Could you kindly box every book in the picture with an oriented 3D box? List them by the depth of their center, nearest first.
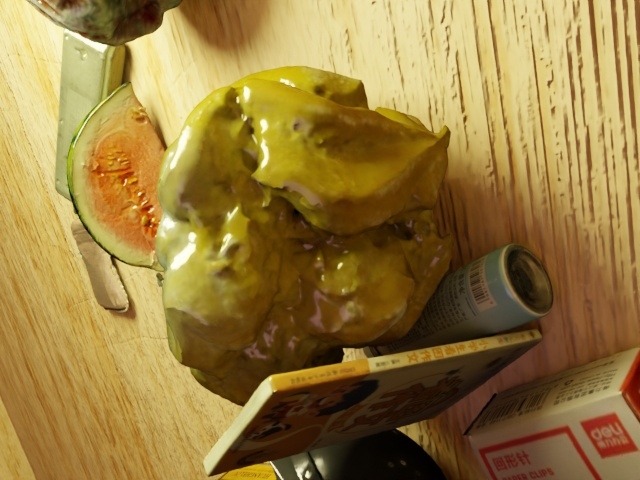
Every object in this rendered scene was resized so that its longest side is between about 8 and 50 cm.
[{"bbox_3d":[0.051,0.158,0.540,0.208,0.295,0.020,-58,44,45],"label":"book"}]

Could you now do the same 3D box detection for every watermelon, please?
[{"bbox_3d":[-0.323,-0.071,0.849,0.159,0.128,0.304,-5,113,24],"label":"watermelon"}]

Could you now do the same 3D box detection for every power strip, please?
[{"bbox_3d":[-0.395,-0.186,0.936,0.092,0.066,0.388,33,130,6],"label":"power strip"}]

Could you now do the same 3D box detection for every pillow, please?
[{"bbox_3d":[-0.457,0.051,1.135,0.135,0.034,0.211,-1,108,47],"label":"pillow"}]

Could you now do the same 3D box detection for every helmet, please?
[{"bbox_3d":[0.067,0.308,0.671,0.279,0.160,0.230,51,177,7],"label":"helmet"}]

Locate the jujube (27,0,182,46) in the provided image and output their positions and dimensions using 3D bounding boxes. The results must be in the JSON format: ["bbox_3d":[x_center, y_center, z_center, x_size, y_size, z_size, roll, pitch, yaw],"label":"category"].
[{"bbox_3d":[-0.262,-0.389,0.610,0.226,0.226,0.317,-22,92,46],"label":"jujube"}]

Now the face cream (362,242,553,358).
[{"bbox_3d":[0.126,0.081,0.581,0.229,0.075,0.075,-36,85,47],"label":"face cream"}]

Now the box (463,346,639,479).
[{"bbox_3d":[0.247,0.197,0.509,0.182,0.099,0.133,-39,81,45],"label":"box"}]

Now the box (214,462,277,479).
[{"bbox_3d":[-0.056,0.543,0.972,0.192,0.084,0.302,-21,95,46],"label":"box"}]

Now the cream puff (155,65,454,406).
[{"bbox_3d":[0.000,0.002,0.544,0.257,0.291,0.325,-1,91,14],"label":"cream puff"}]
